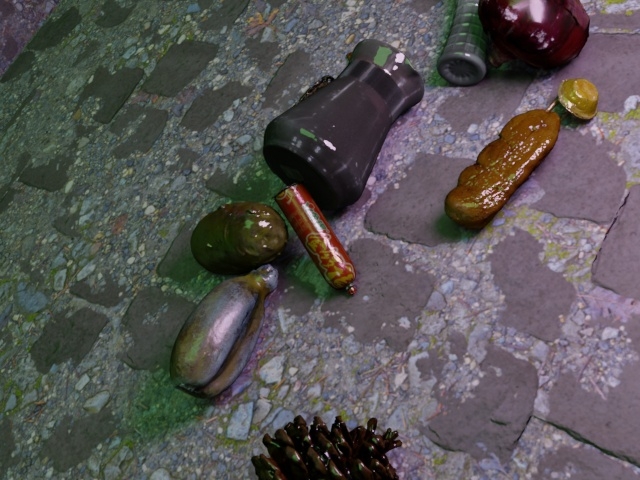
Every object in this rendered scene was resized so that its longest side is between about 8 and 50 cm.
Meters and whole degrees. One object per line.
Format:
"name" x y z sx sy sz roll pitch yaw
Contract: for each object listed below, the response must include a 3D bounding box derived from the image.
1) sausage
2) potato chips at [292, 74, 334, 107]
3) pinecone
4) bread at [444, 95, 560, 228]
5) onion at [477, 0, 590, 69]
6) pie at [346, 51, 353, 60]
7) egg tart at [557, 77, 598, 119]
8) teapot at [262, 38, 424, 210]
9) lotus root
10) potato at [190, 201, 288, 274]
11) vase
"sausage" 0.000 0.000 1.464 0.083 0.083 0.264 -33 80 5
"potato chips" -0.039 -0.307 1.692 0.029 0.202 0.220 40 100 7
"pinecone" 0.016 0.405 1.141 0.257 0.243 0.244 -7 54 0
"bread" 0.383 -0.160 1.406 0.124 0.084 0.344 36 79 34
"onion" 0.441 -0.456 1.485 0.219 0.252 0.252 -55 44 26
"pie" 0.111 -0.438 1.770 0.092 0.034 0.170 -19 47 19
"egg tart" 0.526 -0.293 1.412 0.105 0.039 0.105 9 59 -15
"teapot" 0.047 -0.257 1.572 0.344 0.253 0.300 -50 22 -18
"lotus root" -0.202 0.176 1.455 0.139 0.158 0.322 9 55 32
"potato" -0.184 -0.004 1.565 0.298 0.176 0.141 -12 44 50
"vase" 0.354 -0.511 1.621 0.143 0.143 0.299 3 64 30
